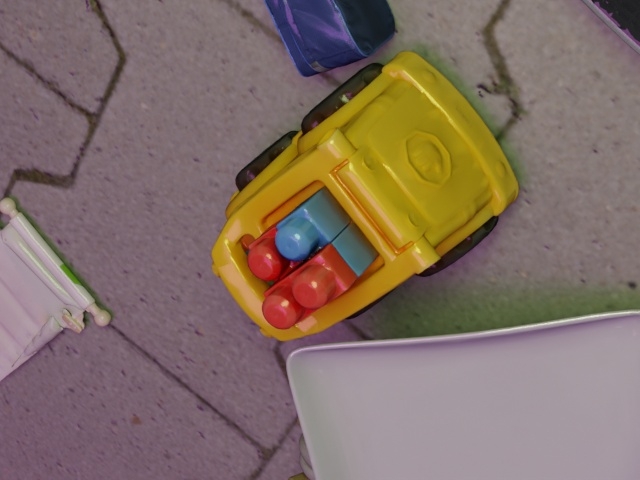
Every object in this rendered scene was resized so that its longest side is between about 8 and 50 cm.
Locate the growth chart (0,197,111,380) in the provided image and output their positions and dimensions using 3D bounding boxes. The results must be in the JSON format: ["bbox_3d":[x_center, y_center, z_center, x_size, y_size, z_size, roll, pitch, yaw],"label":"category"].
[{"bbox_3d":[-0.321,0.052,1.290,0.237,0.021,0.172,-30,98,39],"label":"growth chart"}]

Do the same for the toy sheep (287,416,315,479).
[{"bbox_3d":[0.021,0.177,1.114,0.091,0.091,0.132,22,119,19],"label":"toy sheep"}]

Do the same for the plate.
[{"bbox_3d":[0.135,0.179,1.035,0.278,0.045,0.277,-7,115,13],"label":"plate"}]

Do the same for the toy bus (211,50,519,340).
[{"bbox_3d":[0.000,0.000,0.948,0.149,0.211,0.220,51,131,-6],"label":"toy bus"}]

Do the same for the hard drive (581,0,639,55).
[{"bbox_3d":[0.256,-0.160,0.802,0.254,0.054,0.172,40,130,5],"label":"hard drive"}]

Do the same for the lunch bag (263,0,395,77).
[{"bbox_3d":[-0.002,-0.168,0.943,0.065,0.067,0.098,-16,106,36],"label":"lunch bag"}]
